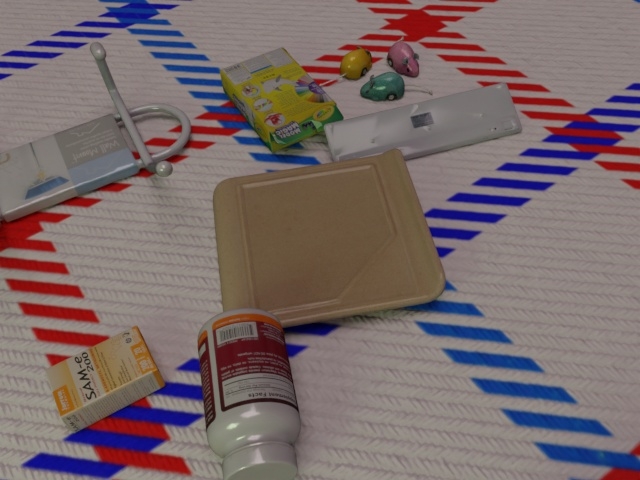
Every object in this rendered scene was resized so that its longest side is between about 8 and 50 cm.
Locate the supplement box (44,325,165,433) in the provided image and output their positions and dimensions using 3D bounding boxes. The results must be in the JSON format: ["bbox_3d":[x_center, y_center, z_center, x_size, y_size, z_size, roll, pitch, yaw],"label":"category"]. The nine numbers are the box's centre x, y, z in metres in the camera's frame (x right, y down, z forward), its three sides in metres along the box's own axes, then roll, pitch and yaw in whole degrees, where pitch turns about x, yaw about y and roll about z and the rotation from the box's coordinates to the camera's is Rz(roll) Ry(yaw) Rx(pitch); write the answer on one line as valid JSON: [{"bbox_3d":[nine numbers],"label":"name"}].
[{"bbox_3d":[-0.213,0.136,0.668,0.098,0.036,0.062,-27,53,-16],"label":"supplement box"}]

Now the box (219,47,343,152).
[{"bbox_3d":[-0.053,-0.190,0.922,0.105,0.043,0.179,-25,52,-16],"label":"box"}]

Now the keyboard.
[{"bbox_3d":[0.135,-0.147,0.876,0.255,0.014,0.072,-14,73,-8],"label":"keyboard"}]

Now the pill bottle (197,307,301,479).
[{"bbox_3d":[-0.065,0.146,0.620,0.086,0.086,0.152,-10,51,-5],"label":"pill bottle"}]

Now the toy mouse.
[{"bbox_3d":[0.100,-0.246,0.963,0.143,0.031,0.161,31,59,26],"label":"toy mouse"}]

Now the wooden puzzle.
[{"bbox_3d":[0.000,0.000,0.767,0.238,0.044,0.221,-12,51,0],"label":"wooden puzzle"}]

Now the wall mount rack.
[{"bbox_3d":[-0.316,-0.098,0.808,0.349,0.131,0.304,-24,53,-14],"label":"wall mount rack"}]
